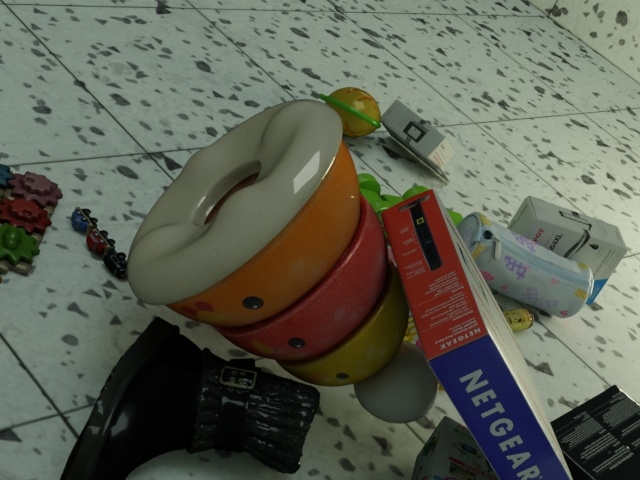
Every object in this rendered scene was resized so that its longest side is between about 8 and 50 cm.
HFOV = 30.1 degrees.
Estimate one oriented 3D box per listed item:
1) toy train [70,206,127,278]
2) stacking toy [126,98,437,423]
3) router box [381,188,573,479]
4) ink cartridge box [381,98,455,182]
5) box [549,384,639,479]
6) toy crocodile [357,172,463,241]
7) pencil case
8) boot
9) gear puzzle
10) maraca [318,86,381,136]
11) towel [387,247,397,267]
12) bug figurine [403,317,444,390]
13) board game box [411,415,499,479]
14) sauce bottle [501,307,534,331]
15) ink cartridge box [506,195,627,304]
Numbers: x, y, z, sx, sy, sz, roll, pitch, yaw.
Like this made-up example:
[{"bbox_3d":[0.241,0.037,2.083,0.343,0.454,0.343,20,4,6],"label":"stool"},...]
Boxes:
[{"bbox_3d":[-0.335,0.003,1.804,0.036,0.027,0.158,-17,51,-37],"label":"toy train"},{"bbox_3d":[0.009,0.079,1.613,0.480,0.350,0.351,47,23,-23],"label":"stacking toy"},{"bbox_3d":[0.207,0.145,1.563,0.335,0.082,0.301,58,12,-35],"label":"router box"},{"bbox_3d":[0.216,-0.207,2.492,0.180,0.060,0.104,41,0,24],"label":"ink cartridge box"},{"bbox_3d":[0.438,0.343,1.807,0.184,0.103,0.261,40,31,27],"label":"box"},{"bbox_3d":[0.137,-0.040,2.186,0.340,0.105,0.115,11,33,-35],"label":"toy crocodile"},{"bbox_3d":[0.362,0.045,2.167,0.273,0.124,0.113,25,54,-21],"label":"pencil case"},{"bbox_3d":[-0.146,0.236,1.480,0.260,0.131,0.348,28,29,1],"label":"boot"},{"bbox_3d":[-0.482,-0.031,1.720,0.175,0.044,0.339,20,30,-11],"label":"gear puzzle"},{"bbox_3d":[0.061,-0.270,2.480,0.127,0.099,0.185,30,3,-23],"label":"maraca"},{"bbox_3d":[0.139,0.069,2.078,0.197,0.029,0.144,20,30,-7],"label":"towel"},{"bbox_3d":[0.107,0.144,1.887,0.279,0.072,0.216,10,34,-28],"label":"bug figurine"},{"bbox_3d":[0.222,0.395,1.561,0.224,0.097,0.303,27,31,-1],"label":"board game box"},{"bbox_3d":[0.321,0.143,2.088,0.128,0.042,0.042,-5,43,-43],"label":"sauce bottle"},{"bbox_3d":[0.456,0.020,2.281,0.203,0.148,0.086,17,33,-15],"label":"ink cartridge box"}]
